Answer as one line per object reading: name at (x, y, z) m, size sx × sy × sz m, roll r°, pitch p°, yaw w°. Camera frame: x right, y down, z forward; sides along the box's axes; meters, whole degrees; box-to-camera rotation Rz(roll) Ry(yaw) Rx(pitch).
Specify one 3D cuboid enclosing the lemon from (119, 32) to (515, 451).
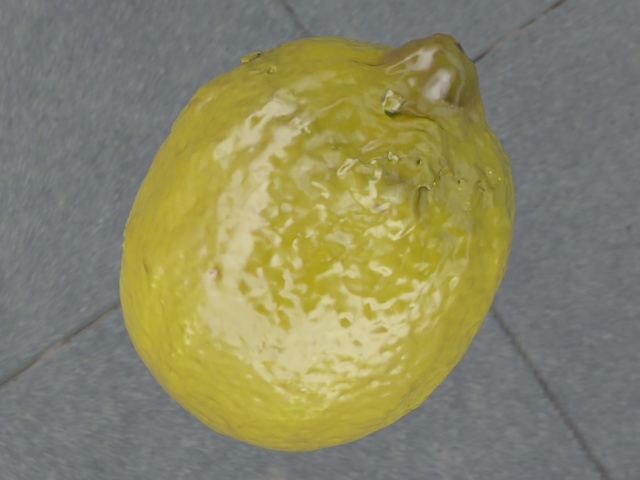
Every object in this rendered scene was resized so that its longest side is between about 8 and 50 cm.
lemon at (0.000, 0.000, 0.991) m, size 0.245 × 0.245 × 0.320 m, roll 28°, pitch 118°, yaw -10°
